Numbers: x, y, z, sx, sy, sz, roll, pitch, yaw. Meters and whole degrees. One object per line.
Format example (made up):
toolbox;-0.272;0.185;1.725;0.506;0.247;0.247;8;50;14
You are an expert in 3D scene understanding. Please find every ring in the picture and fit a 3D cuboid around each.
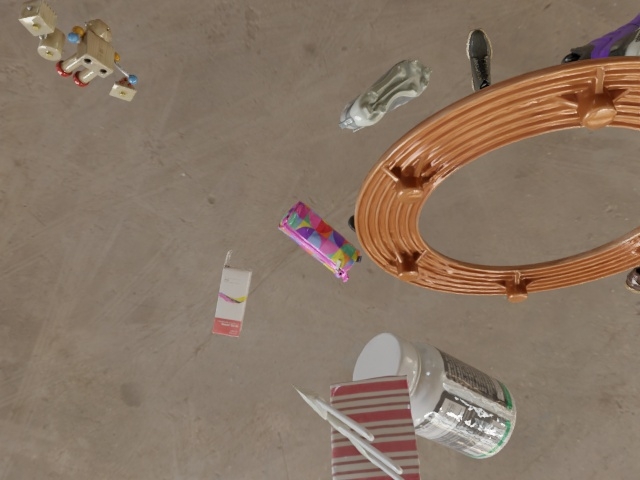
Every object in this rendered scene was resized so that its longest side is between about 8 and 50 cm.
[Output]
ring;0.197;-0.018;0.469;0.336;0.337;0.032;-1;58;1

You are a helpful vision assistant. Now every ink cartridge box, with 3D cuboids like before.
ink cartridge box;-0.210;0.125;1.307;0.067;0.115;0.198;10;90;-5

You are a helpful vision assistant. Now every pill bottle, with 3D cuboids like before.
pill bottle;0.269;0.364;1.264;0.361;0.204;0.204;30;93;-22

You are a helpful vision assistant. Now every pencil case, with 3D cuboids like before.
pencil case;0.000;0.000;1.417;0.236;0.104;0.104;40;93;-7

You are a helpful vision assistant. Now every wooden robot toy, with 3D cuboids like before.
wooden robot toy;-0.305;-0.255;0.690;0.076;0.173;0.079;-12;66;27

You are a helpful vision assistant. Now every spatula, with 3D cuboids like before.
spatula;0.047;0.269;0.718;0.019;0.242;0.168;-42;102;-16

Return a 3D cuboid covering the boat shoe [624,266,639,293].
boat shoe;0.932;0.111;1.421;0.206;0.073;0.073;3;136;8

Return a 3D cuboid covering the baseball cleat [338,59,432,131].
baseball cleat;0.108;-0.261;0.957;0.205;0.109;0.072;-36;105;-33

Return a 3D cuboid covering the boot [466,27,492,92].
boot;0.493;-0.531;1.620;0.076;0.137;0.198;-11;120;16

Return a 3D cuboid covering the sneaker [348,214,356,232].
sneaker;0.140;-0.021;1.351;0.170;0.089;0.051;16;81;-12

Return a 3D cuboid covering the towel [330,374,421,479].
towel;0.090;0.329;0.906;0.144;0.029;0.197;-8;52;8

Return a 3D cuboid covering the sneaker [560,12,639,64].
sneaker;0.464;-0.293;0.850;0.146;0.293;0.102;-3;115;43
